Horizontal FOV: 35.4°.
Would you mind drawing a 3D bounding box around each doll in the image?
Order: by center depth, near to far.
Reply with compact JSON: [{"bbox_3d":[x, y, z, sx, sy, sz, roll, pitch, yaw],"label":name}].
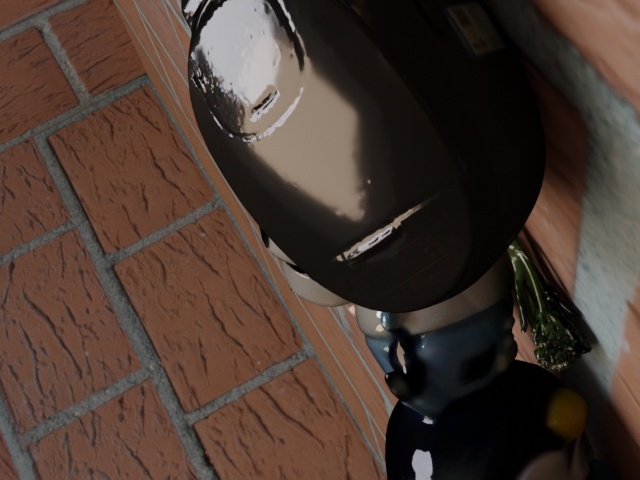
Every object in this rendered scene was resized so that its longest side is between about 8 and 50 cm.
[{"bbox_3d":[0.110,0.140,0.631,0.177,0.141,0.314,-30,-75,-54],"label":"doll"},{"bbox_3d":[0.000,-0.006,0.998,0.110,0.107,0.181,30,162,33],"label":"doll"}]

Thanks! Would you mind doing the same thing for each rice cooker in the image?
[{"bbox_3d":[0.019,-0.067,0.473,0.142,0.118,0.203,-30,89,46],"label":"rice cooker"}]

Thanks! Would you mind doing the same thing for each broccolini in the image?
[{"bbox_3d":[0.109,0.011,0.578,0.140,0.035,0.030,62,169,6],"label":"broccolini"}]
